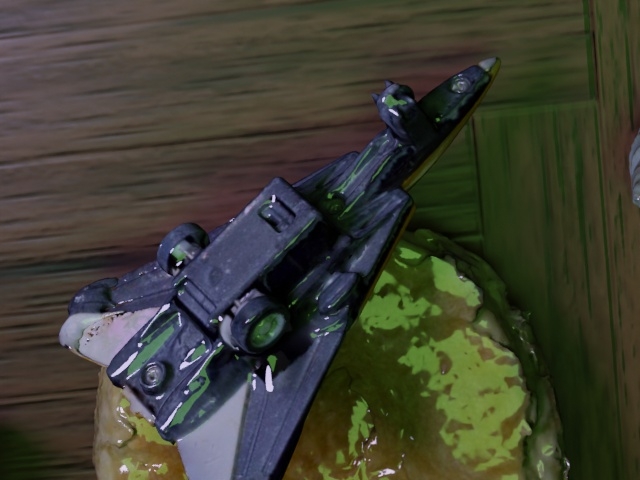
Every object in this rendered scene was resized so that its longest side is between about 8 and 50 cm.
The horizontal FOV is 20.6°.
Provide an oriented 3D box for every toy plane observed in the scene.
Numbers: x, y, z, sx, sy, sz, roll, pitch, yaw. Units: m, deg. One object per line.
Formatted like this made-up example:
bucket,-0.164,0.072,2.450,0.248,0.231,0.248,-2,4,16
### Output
toy plane,-0.005,-0.005,1.078,0.316,0.103,0.204,-49,56,3

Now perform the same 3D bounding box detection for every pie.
pie,0.007,0.142,1.184,0.340,0.083,0.339,0,102,1

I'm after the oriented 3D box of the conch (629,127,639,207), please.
conch,0.273,-0.036,1.127,0.153,0.102,0.135,-5,120,2
